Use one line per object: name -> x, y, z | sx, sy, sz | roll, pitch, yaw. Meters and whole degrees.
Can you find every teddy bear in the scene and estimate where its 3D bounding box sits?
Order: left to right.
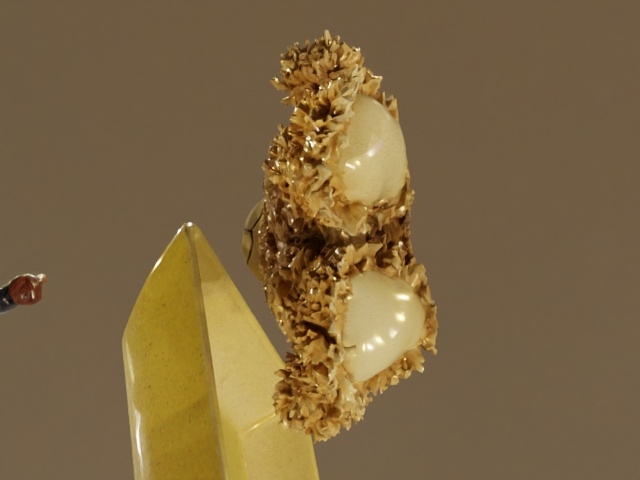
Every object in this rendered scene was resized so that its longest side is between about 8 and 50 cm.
teddy bear -> 0.000, 0.000, 0.656 | 0.113, 0.245, 0.338 | -8, -164, -1

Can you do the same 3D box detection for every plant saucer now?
plant saucer -> -0.060, 0.208, 0.788 | 0.081, 0.333, 0.333 | -17, -124, 5

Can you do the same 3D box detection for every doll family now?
doll family -> -0.299, 0.066, 0.821 | 0.111, 0.076, 0.193 | -27, -164, 48
